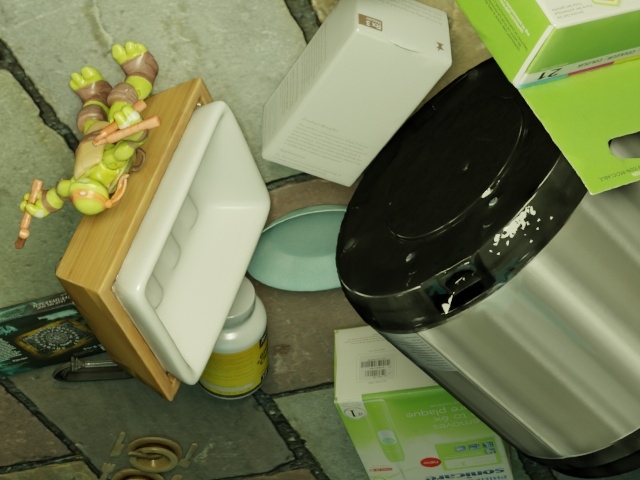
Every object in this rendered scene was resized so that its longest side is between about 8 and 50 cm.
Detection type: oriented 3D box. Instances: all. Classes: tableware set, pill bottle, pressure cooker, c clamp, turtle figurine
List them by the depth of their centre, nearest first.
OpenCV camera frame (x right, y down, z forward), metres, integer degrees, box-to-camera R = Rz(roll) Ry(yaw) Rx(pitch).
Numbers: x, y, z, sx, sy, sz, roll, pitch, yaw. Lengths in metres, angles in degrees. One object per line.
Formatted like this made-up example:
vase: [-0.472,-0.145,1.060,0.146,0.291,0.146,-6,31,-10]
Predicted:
turtle figurine: [-0.221,-0.106,1.646,0.087,0.217,0.269,28,136,-24]
pressure cooker: [0.269,0.045,1.676,0.375,0.370,0.420,-40,115,20]
pill bottle: [-0.120,0.122,2.055,0.103,0.103,0.184,0,144,0]
c clamp: [-0.290,0.172,2.167,0.160,0.022,0.137,-4,164,-11]
tableware set: [-0.273,0.365,2.440,0.128,0.039,0.194,11,142,-14]

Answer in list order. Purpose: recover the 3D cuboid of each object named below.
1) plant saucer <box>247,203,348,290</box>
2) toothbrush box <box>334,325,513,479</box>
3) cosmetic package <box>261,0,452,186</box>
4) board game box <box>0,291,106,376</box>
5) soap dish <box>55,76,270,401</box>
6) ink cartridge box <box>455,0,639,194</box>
plant saucer: [0.000,0.000,1.930,0.195,0.037,0.195,-6,150,-4]
toothbrush box: [0.148,0.233,2.192,0.206,0.122,0.283,-7,144,11]
cosmetic package: [0.034,-0.165,1.684,0.117,0.085,0.231,17,138,-22]
board game box: [-0.381,0.127,2.127,0.186,0.026,0.126,-14,141,19]
soap dish: [-0.173,-0.002,1.755,0.118,0.291,0.229,9,149,23]
ink cartridge box: [0.270,-0.187,1.462,0.188,0.255,0.097,-17,153,-30]
